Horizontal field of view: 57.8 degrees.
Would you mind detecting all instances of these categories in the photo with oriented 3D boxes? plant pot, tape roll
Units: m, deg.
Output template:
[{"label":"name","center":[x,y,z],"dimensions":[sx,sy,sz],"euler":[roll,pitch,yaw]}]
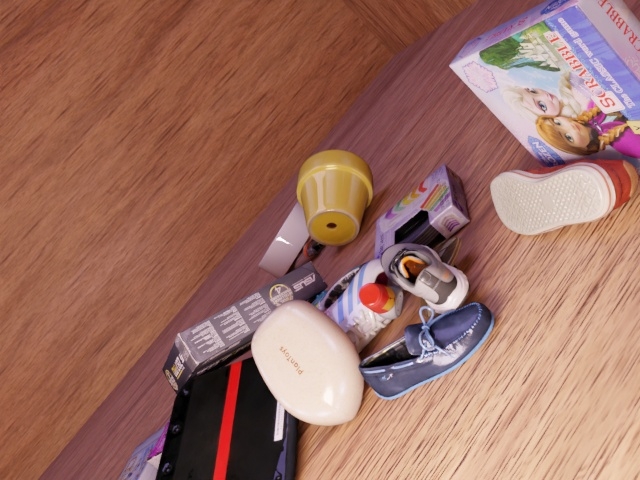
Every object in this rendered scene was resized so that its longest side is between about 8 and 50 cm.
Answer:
[{"label":"plant pot","center":[0.043,-0.121,1.861],"dimensions":[0.254,0.254,0.239],"euler":[-37,32,35]},{"label":"tape roll","center":[-0.114,0.000,2.107],"dimensions":[0.286,0.100,0.286],"euler":[-59,4,7]}]

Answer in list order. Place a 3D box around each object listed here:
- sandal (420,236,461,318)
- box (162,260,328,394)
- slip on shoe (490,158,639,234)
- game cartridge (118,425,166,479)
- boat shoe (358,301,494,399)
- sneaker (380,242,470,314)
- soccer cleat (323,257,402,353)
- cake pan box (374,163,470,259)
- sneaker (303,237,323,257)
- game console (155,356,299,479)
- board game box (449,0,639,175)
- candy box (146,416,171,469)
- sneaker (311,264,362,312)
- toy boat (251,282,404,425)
[{"label":"sandal","center":[0.244,0.077,1.143],"dimensions":[0.072,0.049,0.180],"euler":[-20,46,55]},{"label":"box","center":[-0.201,0.227,1.501],"dimensions":[0.395,0.097,0.318],"euler":[-28,-14,-32]},{"label":"slip on shoe","center":[0.403,-0.079,1.000],"dimensions":[0.101,0.123,0.331],"euler":[-18,3,-15]},{"label":"game cartridge","center":[-0.546,0.707,1.751],"dimensions":[0.198,0.062,0.297],"euler":[-44,15,30]},{"label":"boat shoe","center":[0.171,0.184,0.980],"dimensions":[0.258,0.089,0.109],"euler":[-42,16,20]},{"label":"sneaker","center":[0.178,0.049,1.108],"dimensions":[0.100,0.108,0.271],"euler":[-56,21,1]},{"label":"soccer cleat","center":[0.075,0.173,1.236],"dimensions":[0.331,0.116,0.143],"euler":[-56,26,-17]},{"label":"cake pan box","center":[0.240,-0.044,1.416],"dimensions":[0.246,0.070,0.267],"euler":[-43,16,26]},{"label":"sneaker","center":[0.000,0.000,2.031],"dimensions":[0.065,0.061,0.158],"euler":[-1,46,37]},{"label":"game console","center":[-0.190,0.418,1.214],"dimensions":[0.342,0.060,0.386],"euler":[-22,37,18]},{"label":"board game box","center":[0.405,-0.225,0.922],"dimensions":[0.066,0.319,0.318],"euler":[-51,14,-9]},{"label":"candy box","center":[-0.378,0.546,1.644],"dimensions":[0.233,0.071,0.159],"euler":[-37,18,35]},{"label":"sneaker","center":[0.027,0.150,1.411],"dimensions":[0.275,0.107,0.110],"euler":[-44,26,14]},{"label":"toy boat","center":[0.031,0.201,1.134],"dimensions":[0.318,0.267,0.148],"euler":[-44,-27,10]}]
